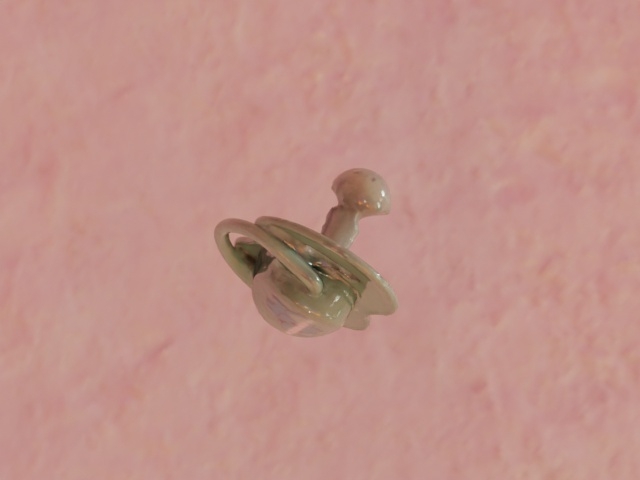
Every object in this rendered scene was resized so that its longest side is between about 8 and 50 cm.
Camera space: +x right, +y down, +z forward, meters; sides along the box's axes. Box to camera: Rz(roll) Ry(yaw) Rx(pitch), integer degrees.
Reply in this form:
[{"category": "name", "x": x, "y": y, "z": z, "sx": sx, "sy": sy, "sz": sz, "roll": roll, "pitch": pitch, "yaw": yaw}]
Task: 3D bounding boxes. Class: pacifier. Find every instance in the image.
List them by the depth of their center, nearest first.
[{"category": "pacifier", "x": 0.000, "y": 0.000, "z": 1.108, "sx": 0.127, "sy": 0.150, "sz": 0.116, "roll": 29, "pitch": 74, "yaw": 0}]
